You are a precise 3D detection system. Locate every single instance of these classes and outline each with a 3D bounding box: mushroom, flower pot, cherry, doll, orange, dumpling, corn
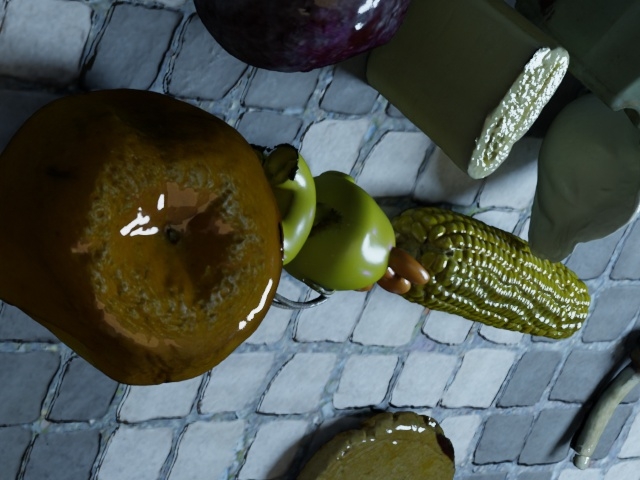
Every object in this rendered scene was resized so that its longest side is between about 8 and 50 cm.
[{"bbox_3d":[0.348,0.183,2.176,0.061,0.060,0.187,16,116,-53],"label":"mushroom"},{"bbox_3d":[0.323,-0.243,1.682,0.259,0.290,0.290,-46,140,16],"label":"flower pot"},{"bbox_3d":[-0.011,-0.226,1.473,0.195,0.195,0.195,-22,133,-25],"label":"cherry"},{"bbox_3d":[0.000,0.000,1.693,0.221,0.143,0.135,38,60,-48],"label":"doll"},{"bbox_3d":[-0.153,-0.009,1.515,0.249,0.183,0.249,4,83,-34],"label":"orange"},{"bbox_3d":[0.281,-0.080,1.832,0.124,0.151,0.229,29,75,-18],"label":"dumpling"},{"bbox_3d":[0.166,0.035,1.875,0.310,0.101,0.101,18,109,-44],"label":"corn"}]

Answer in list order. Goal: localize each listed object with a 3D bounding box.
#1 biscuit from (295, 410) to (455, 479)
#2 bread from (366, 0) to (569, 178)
[{"bbox_3d":[0.049,0.269,2.004,0.226,0.042,0.226,-22,135,-24],"label":"biscuit"},{"bbox_3d":[0.122,-0.151,1.634,0.060,0.178,0.139,23,105,-42],"label":"bread"}]
